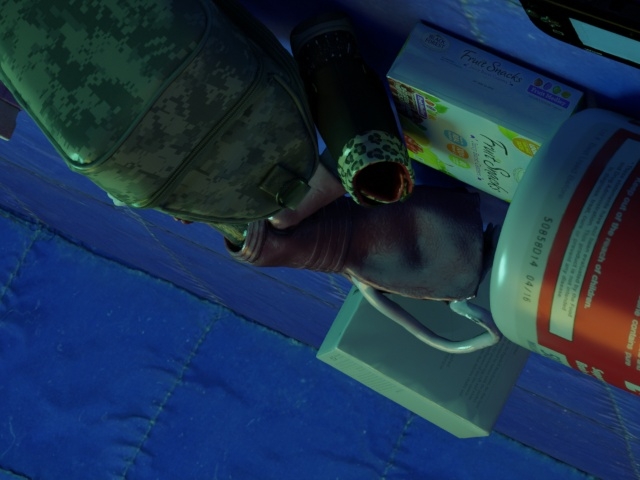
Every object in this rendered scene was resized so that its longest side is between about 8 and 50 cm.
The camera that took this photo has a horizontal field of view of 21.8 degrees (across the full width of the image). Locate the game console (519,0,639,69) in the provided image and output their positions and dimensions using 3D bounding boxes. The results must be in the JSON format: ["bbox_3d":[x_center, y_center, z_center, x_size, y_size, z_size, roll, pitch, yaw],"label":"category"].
[{"bbox_3d":[0.322,-0.118,1.274,0.361,0.044,0.213,24,167,23],"label":"game console"}]

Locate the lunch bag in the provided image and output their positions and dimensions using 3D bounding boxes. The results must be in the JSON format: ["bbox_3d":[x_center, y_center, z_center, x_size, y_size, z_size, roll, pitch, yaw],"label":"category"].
[{"bbox_3d":[-0.157,-0.162,1.639,0.305,0.212,0.256,46,-174,39],"label":"lunch bag"}]

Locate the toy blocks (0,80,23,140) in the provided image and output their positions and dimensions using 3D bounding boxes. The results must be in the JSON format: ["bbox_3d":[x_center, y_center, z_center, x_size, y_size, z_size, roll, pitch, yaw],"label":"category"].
[{"bbox_3d":[-0.374,-0.194,1.896,0.288,0.260,0.309,28,164,-23],"label":"toy blocks"}]

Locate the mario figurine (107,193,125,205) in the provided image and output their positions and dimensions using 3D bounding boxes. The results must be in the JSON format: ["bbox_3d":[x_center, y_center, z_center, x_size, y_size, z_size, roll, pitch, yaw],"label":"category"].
[{"bbox_3d":[-0.235,-0.145,2.107,0.320,0.170,0.198,19,163,44],"label":"mario figurine"}]

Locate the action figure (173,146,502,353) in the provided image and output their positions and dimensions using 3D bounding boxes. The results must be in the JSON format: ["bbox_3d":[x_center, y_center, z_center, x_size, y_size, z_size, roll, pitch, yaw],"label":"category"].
[{"bbox_3d":[0.000,0.000,1.894,0.370,0.276,0.248,4,159,-24],"label":"action figure"}]

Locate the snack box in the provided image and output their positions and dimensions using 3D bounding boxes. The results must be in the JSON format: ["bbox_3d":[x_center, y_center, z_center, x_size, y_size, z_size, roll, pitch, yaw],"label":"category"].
[{"bbox_3d":[0.163,-0.109,1.596,0.174,0.070,0.207,26,168,15],"label":"snack box"}]

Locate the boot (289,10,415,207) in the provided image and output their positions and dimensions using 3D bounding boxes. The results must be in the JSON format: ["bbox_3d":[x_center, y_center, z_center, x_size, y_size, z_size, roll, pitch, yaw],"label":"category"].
[{"bbox_3d":[0.039,-0.101,1.661,0.236,0.085,0.179,64,-175,-64],"label":"boot"}]

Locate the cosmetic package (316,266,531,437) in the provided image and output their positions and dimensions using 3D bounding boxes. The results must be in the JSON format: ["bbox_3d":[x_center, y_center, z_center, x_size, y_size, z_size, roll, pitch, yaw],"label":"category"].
[{"bbox_3d":[0.151,0.100,2.109,0.224,0.224,0.138,30,167,-5],"label":"cosmetic package"}]

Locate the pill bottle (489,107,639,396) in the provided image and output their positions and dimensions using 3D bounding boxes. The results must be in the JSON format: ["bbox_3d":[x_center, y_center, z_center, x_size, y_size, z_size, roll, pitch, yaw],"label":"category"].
[{"bbox_3d":[0.370,0.052,1.419,0.407,0.229,0.229,23,167,26],"label":"pill bottle"}]
